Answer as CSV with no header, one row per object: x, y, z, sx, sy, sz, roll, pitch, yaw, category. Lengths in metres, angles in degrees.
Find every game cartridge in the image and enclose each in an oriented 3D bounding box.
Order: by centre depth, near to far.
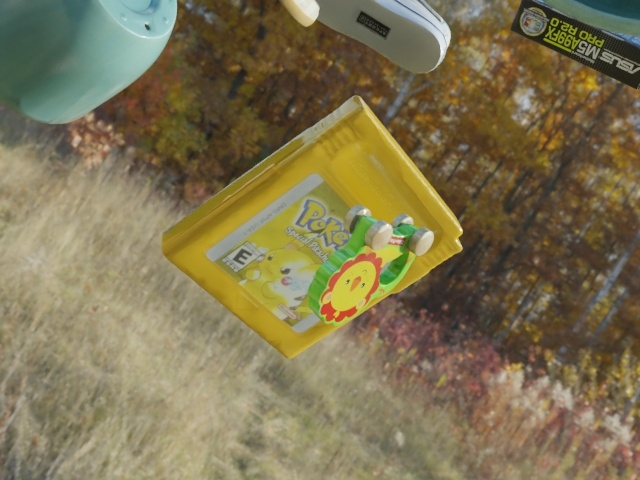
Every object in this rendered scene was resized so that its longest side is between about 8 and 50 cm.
0.000,0.000,1.080,0.285,0.323,0.053,45,20,-35,game cartridge

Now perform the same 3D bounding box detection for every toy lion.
0.035,0.024,0.631,0.034,0.096,0.100,37,19,34,toy lion

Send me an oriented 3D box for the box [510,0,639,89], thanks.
0.453,-0.344,1.270,0.216,0.060,0.270,31,40,19,box

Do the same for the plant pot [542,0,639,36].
0.315,-0.386,0.602,0.341,0.334,0.341,32,-32,23,plant pot

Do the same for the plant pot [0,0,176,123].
-0.361,-0.350,1.210,0.235,0.293,0.293,-15,-31,31,plant pot

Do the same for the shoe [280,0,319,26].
-0.040,-0.316,0.873,0.219,0.058,0.077,50,17,-57,shoe

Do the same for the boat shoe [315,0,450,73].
0.060,-0.321,1.074,0.258,0.084,0.095,37,-46,-7,boat shoe
